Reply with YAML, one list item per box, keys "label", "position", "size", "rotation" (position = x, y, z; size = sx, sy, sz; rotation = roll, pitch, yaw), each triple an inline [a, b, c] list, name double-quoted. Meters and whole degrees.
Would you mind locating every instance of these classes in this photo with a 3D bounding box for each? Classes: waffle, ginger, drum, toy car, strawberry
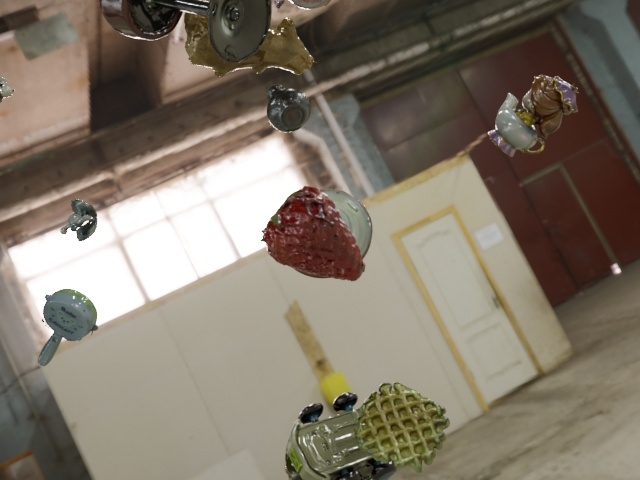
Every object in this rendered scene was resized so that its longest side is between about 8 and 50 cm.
- label: "waffle"
  position: [0.161, 0.371, 1.601]
  size: [0.169, 0.184, 0.036]
  rotation: [-53, -27, -29]
- label: "ginger"
  position: [-0.195, -0.579, 2.245]
  size: [0.376, 0.236, 0.166]
  rotation: [-7, 6, -33]
- label: "drum"
  position: [-0.590, 0.189, 1.772]
  size: [0.253, 0.130, 0.049]
  rotation: [-32, 20, 33]
- label: "toy car"
  position: [0.039, 0.468, 1.723]
  size: [0.248, 0.204, 0.198]
  rotation: [-11, -38, -28]
- label: "strawberry"
  position: [0.000, 0.000, 1.828]
  size: [0.205, 0.244, 0.205]
  rotation: [-53, 2, 3]

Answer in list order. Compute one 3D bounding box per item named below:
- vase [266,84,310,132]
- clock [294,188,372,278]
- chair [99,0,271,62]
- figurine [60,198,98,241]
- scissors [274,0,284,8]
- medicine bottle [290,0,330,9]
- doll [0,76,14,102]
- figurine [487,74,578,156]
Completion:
- label: "vase"
  position: [-0.097, -0.368, 2.180]
  size: [0.120, 0.120, 0.183]
  rotation: [-26, 33, -4]
- label: "clock"
  position: [0.013, -0.027, 2.635]
  size: [0.319, 0.318, 0.080]
  rotation: [-26, -22, -7]
- label: "chair"
  position: [-0.344, -0.594, 2.016]
  size: [0.401, 0.226, 0.227]
  rotation: [20, 24, 31]
- label: "figurine"
  position: [-0.574, -0.045, 1.926]
  size: [0.094, 0.082, 0.086]
  rotation: [-8, 53, 46]
- label: "scissors"
  position: [-0.108, -0.642, 2.151]
  size: [0.039, 0.012, 0.113]
  rotation: [-39, 26, 18]
- label: "medicine bottle"
  position: [-0.018, -0.735, 2.133]
  size: [0.147, 0.147, 0.247]
  rotation: [-30, 37, 37]
- label: "doll"
  position: [-0.868, -0.411, 2.177]
  size: [0.058, 0.085, 0.040]
  rotation: [-27, -37, -24]
- label: "figurine"
  position: [0.604, -0.358, 2.263]
  size: [0.263, 0.189, 0.142]
  rotation: [-44, -12, 26]
